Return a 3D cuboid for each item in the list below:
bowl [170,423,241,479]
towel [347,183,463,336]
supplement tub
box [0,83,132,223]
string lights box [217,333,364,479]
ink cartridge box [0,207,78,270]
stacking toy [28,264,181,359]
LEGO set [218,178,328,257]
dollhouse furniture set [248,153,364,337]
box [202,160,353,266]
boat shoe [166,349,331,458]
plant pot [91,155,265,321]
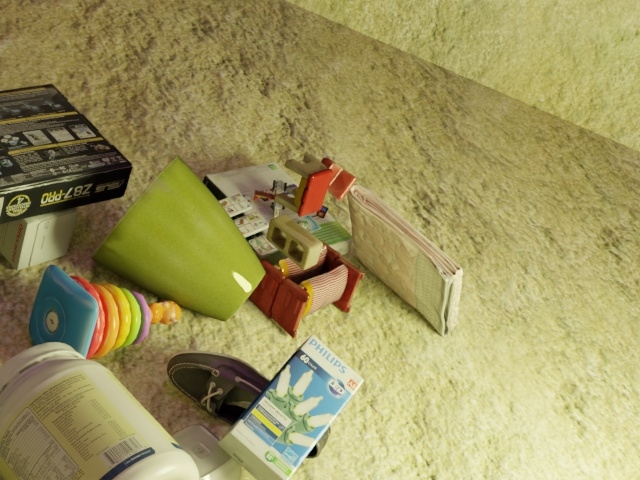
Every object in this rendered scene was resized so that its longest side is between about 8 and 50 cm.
[{"bbox_3d":[-0.219,0.387,1.824,0.142,0.053,0.142,39,39,22],"label":"bowl"},{"bbox_3d":[0.183,0.049,2.317,0.053,0.332,0.317,-41,67,-16],"label":"towel"},{"bbox_3d":[-0.373,0.335,1.628,0.325,0.235,0.235,39,37,29],"label":"supplement tub"},{"bbox_3d":[-0.627,-0.176,2.068,0.395,0.097,0.318,-19,53,-44],"label":"box"},{"bbox_3d":[-0.051,0.309,1.866,0.133,0.077,0.260,41,54,1],"label":"string lights box"},{"bbox_3d":[-0.604,-0.050,2.110,0.176,0.128,0.127,42,38,24],"label":"ink cartridge box"},{"bbox_3d":[-0.389,0.146,1.982,0.175,0.166,0.302,33,21,36],"label":"stacking toy"},{"bbox_3d":[-0.104,-0.053,2.407,0.244,0.060,0.182,-25,61,-36],"label":"LEGO set"},{"bbox_3d":[0.000,0.000,2.194,0.152,0.374,0.201,38,38,27],"label":"dollhouse furniture set"},{"bbox_3d":[-0.105,-0.061,2.490,0.232,0.058,0.322,-16,49,-43],"label":"box"},{"bbox_3d":[-0.135,0.306,1.932,0.335,0.112,0.095,24,30,-6],"label":"boat shoe"},{"bbox_3d":[-0.268,0.024,2.133,0.293,0.275,0.275,40,34,-6],"label":"plant pot"}]
